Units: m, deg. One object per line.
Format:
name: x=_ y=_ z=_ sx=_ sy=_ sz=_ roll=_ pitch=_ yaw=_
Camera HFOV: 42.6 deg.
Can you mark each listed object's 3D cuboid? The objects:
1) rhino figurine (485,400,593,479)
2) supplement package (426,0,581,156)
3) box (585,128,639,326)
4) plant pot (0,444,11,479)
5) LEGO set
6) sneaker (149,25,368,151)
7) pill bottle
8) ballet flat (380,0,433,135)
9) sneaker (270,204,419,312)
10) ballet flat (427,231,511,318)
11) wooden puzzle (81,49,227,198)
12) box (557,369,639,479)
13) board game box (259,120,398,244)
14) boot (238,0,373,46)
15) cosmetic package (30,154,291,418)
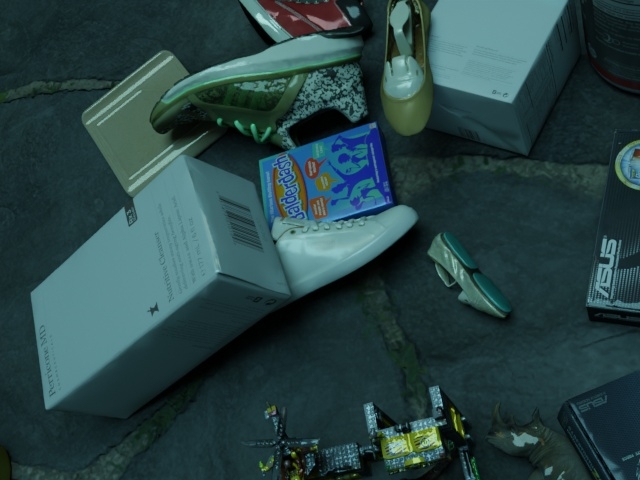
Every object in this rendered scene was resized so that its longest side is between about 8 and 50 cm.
rhino figurine: x=0.282 y=0.295 z=0.992 sx=0.106 sy=0.073 sz=0.243 roll=-34 pitch=55 yaw=5
supplement package: x=0.259 y=-0.270 z=1.243 sx=0.194 sy=0.149 sz=0.203 roll=23 pitch=75 yaw=31
box: x=0.479 y=-0.013 z=1.074 sx=0.216 sy=0.060 sz=0.270 roll=7 pitch=68 yaw=25
plant pot: x=-0.543 y=0.361 z=1.303 sx=0.081 sy=0.081 sz=0.083 roll=-11 pitch=51 yaw=18
LEGO set: x=0.065 y=0.315 z=1.000 sx=0.331 sy=0.192 sz=0.255 roll=-10 pitch=61 yaw=18
sneaker: x=-0.100 y=-0.216 z=1.363 sx=0.410 sy=0.158 sz=0.182 roll=-14 pitch=99 yaw=23
pill bottle: x=0.449 y=-0.376 z=1.091 sx=0.210 sy=0.363 sz=0.210 roll=-10 pitch=61 yaw=18
ballet flat: x=0.116 y=-0.259 z=1.168 sx=0.080 sy=0.073 sz=0.232 roll=-9 pitch=63 yaw=21
sneaker: x=0.000 y=0.000 z=1.217 sx=0.290 sy=0.106 sz=0.123 roll=-28 pitch=94 yaw=8
ballet flat: x=0.208 y=0.059 z=1.165 sx=0.052 sy=0.057 sz=0.168 roll=-52 pitch=49 yaw=25
wooden puzzle: x=-0.308 y=-0.215 z=1.524 sx=0.221 sy=0.044 sz=0.239 roll=-39 pitch=61 yaw=0
box: x=0.421 y=0.230 z=0.939 sx=0.232 sy=0.059 sz=0.183 roll=-20 pitch=58 yaw=-8
board game box: x=0.010 y=-0.086 z=1.316 sx=0.210 sy=0.047 sz=0.160 roll=-18 pitch=59 yaw=15
boot: x=-0.024 y=-0.414 z=1.479 sx=0.176 sy=0.088 sz=0.244 roll=-44 pitch=65 yaw=-3
cosmetic package: x=-0.248 y=0.080 z=1.207 sx=0.385 sy=0.156 sz=0.217 roll=-38 pitch=55 yaw=24
